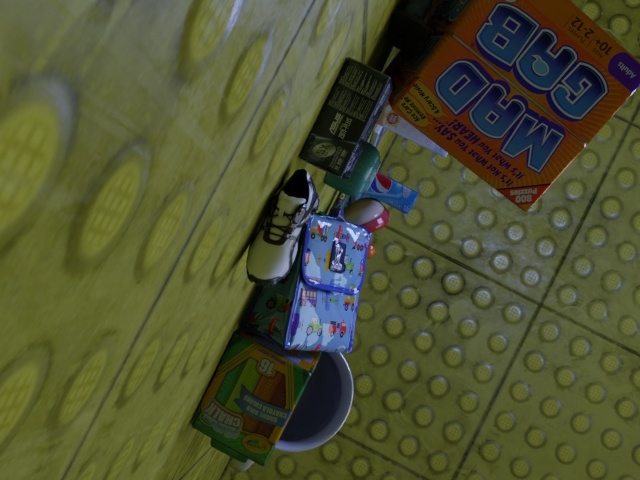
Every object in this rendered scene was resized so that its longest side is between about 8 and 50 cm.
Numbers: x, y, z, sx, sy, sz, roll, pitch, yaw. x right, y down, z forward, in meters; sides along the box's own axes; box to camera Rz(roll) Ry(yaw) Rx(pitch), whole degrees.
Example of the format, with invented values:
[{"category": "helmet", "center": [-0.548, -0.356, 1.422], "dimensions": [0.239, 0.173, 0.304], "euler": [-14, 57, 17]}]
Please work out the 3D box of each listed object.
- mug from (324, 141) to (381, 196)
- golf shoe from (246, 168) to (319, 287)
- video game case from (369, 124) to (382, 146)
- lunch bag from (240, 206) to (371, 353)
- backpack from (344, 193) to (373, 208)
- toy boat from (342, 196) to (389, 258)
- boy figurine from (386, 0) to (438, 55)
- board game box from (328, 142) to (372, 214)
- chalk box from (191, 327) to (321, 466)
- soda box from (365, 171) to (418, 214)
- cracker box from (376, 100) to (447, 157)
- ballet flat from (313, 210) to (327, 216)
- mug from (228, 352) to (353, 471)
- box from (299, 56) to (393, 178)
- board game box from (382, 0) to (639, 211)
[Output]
[{"category": "mug", "center": [0.084, -0.172, 1.780], "dimensions": [0.129, 0.097, 0.158], "euler": [-66, 175, 33]}, {"category": "golf shoe", "center": [-0.063, -0.025, 1.174], "dimensions": [0.094, 0.077, 0.198], "euler": [89, 19, -58]}, {"category": "video game case", "center": [0.207, -0.381, 2.500], "dimensions": [0.183, 0.023, 0.201], "euler": [-62, 176, -16]}, {"category": "lunch bag", "center": [-0.008, 0.072, 1.600], "dimensions": [0.221, 0.138, 0.293], "euler": [13, 95, -50]}, {"category": "backpack", "center": [0.136, -0.136, 2.524], "dimensions": [0.158, 0.116, 0.173], "euler": [-57, 174, -50]}, {"category": "toy boat", "center": [0.102, -0.012, 2.175], "dimensions": [0.231, 0.151, 0.151], "euler": [-34, -165, 27]}, {"category": "boy figurine", "center": [0.229, -0.504, 1.562], "dimensions": [0.285, 0.092, 0.177], "euler": [-57, 171, -26]}, {"category": "board game box", "center": [0.093, -0.176, 2.364], "dimensions": [0.260, 0.030, 0.136], "euler": [-63, 178, 3]}, {"category": "chalk box", "center": [-0.144, 0.338, 1.631], "dimensions": [0.289, 0.180, 0.179], "euler": [-65, 176, 9]}, {"category": "soda box", "center": [0.166, -0.150, 2.154], "dimensions": [0.067, 0.210, 0.071], "euler": [-64, 176, 9]}, {"category": "cracker box", "center": [0.281, -0.352, 2.148], "dimensions": [0.156, 0.232, 0.067], "euler": [-64, 176, 16]}, {"category": "ballet flat", "center": [0.000, 0.000, 1.938], "dimensions": [0.124, 0.116, 0.342], "euler": [-45, -179, 2]}, {"category": "mug", "center": [-0.108, 0.401, 1.909], "dimensions": [0.374, 0.276, 0.328], "euler": [-57, -177, -10]}, {"category": "box", "center": [0.046, -0.198, 1.290], "dimensions": [0.180, 0.077, 0.147], "euler": [-64, 176, 7]}, {"category": "board game box", "center": [0.380, -0.347, 1.633], "dimensions": [0.356, 0.356, 0.356], "euler": [-51, -167, 16]}]
